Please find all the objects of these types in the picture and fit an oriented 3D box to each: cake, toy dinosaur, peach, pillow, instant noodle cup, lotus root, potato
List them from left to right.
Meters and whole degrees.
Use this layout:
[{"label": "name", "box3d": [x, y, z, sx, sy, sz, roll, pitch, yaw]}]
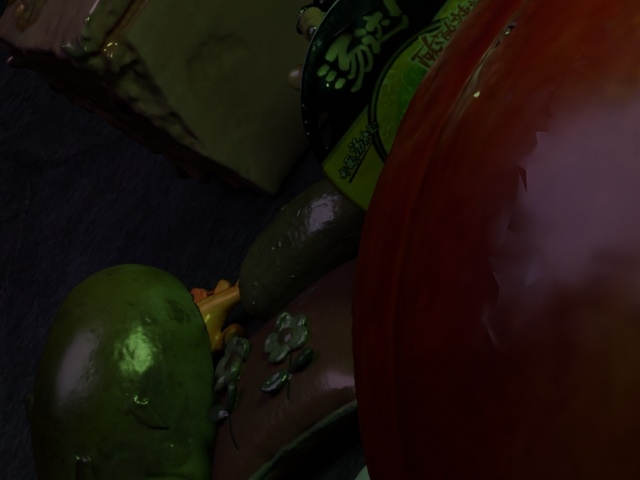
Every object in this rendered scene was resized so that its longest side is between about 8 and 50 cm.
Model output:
[{"label": "potato", "box3d": [-0.174, 0.147, 1.170, 0.160, 0.111, 0.272, -13, 72, 44]}, {"label": "toy dinosaur", "box3d": [-0.119, 0.099, 1.317, 0.288, 0.070, 0.117, -54, 22, -10]}, {"label": "cake", "box3d": [-0.134, -0.230, 1.498, 0.293, 0.314, 0.307, -60, 32, -5]}, {"label": "pillow", "box3d": [-0.022, 0.103, 1.104, 0.179, 0.075, 0.171, -42, 25, 27]}, {"label": "lotus root", "box3d": [-0.001, -0.001, 1.200, 0.183, 0.077, 0.090, -40, 28, 36]}, {"label": "instant noodle cup", "box3d": [0.100, -0.141, 1.064, 0.215, 0.215, 0.236, -45, 15, 23]}, {"label": "peach", "box3d": [0.188, 0.010, 0.488, 0.370, 0.370, 0.370, -43, 26, 27]}]

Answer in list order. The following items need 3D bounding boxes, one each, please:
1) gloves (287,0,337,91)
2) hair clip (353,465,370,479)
[{"label": "gloves", "box3d": [0.035, -0.190, 1.264, 0.129, 0.180, 0.106, -14, 82, 29]}, {"label": "hair clip", "box3d": [0.030, 0.188, 0.927, 0.220, 0.054, 0.140, -37, 24, 31]}]
